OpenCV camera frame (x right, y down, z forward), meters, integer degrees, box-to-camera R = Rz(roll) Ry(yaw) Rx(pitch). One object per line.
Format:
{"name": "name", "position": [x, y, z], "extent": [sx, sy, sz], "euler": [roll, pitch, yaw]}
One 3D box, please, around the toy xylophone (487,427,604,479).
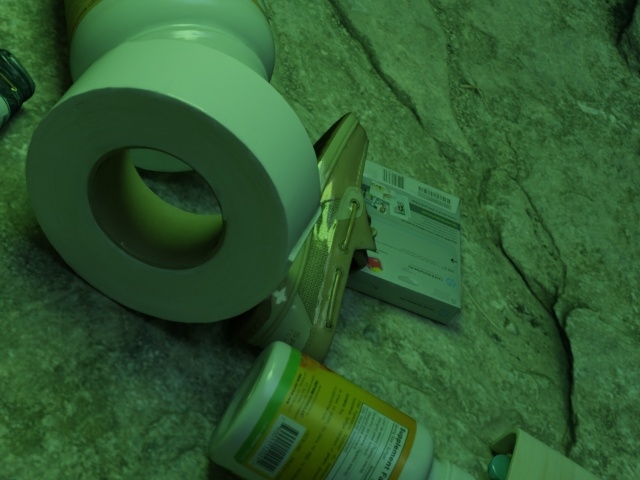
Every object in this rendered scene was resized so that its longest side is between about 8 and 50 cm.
{"name": "toy xylophone", "position": [0.237, 0.340, 1.645], "extent": [0.236, 0.081, 0.322], "euler": [37, 41, 0]}

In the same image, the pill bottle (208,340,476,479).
{"name": "pill bottle", "position": [0.025, 0.216, 1.570], "extent": [0.246, 0.136, 0.136], "euler": [31, 41, -7]}

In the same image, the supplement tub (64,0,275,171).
{"name": "supplement tub", "position": [-0.175, -0.257, 1.796], "extent": [0.228, 0.228, 0.316], "euler": [11, 47, -27]}

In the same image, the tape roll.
{"name": "tape roll", "position": [-0.146, -0.056, 1.589], "extent": [0.286, 0.286, 0.100], "euler": [34, 40, -4]}

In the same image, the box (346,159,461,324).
{"name": "box", "position": [0.098, -0.001, 1.897], "extent": [0.145, 0.038, 0.186], "euler": [21, 42, -18]}

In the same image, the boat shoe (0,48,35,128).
{"name": "boat shoe", "position": [-0.397, -0.196, 1.715], "extent": [0.183, 0.065, 0.083], "euler": [41, 38, -5]}

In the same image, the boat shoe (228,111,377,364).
{"name": "boat shoe", "position": [0.000, 0.000, 1.776], "extent": [0.110, 0.121, 0.341], "euler": [32, 51, -13]}
